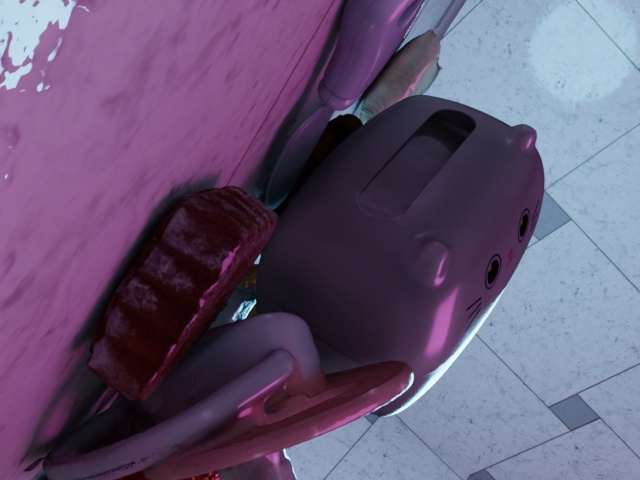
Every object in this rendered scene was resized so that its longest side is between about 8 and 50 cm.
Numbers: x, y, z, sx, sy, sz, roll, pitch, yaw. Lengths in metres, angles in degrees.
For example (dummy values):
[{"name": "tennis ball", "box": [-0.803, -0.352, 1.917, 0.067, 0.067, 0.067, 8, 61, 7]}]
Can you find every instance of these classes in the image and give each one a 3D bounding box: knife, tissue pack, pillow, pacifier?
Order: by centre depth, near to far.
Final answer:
[{"name": "pacifier", "box": [-0.063, 0.172, 0.618, 0.332, 0.273, 0.220, -21, -149, 50]}, {"name": "knife", "box": [-0.002, -0.107, 0.654, 0.080, 0.044, 0.331, -45, 173, -40]}, {"name": "tissue pack", "box": [0.091, -0.006, 0.779, 0.333, 0.229, 0.236, -47, 160, -38]}, {"name": "pillow", "box": [0.121, -0.242, 1.173, 0.181, 0.077, 0.134, -52, 176, -3]}]

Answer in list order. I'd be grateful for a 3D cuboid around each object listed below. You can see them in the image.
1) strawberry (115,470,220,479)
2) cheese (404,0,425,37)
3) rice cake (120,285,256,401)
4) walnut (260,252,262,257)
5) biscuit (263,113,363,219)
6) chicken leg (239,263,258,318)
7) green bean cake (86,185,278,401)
[{"name": "strawberry", "box": [-0.203, 0.246, 0.861, 0.228, 0.174, 0.098, -21, 138, -16]}, {"name": "cheese", "box": [0.124, -0.281, 0.719, 0.127, 0.054, 0.251, -55, 180, -25]}, {"name": "rice cake", "box": [-0.142, 0.119, 0.788, 0.207, 0.063, 0.069, -56, 176, 2]}, {"name": "walnut", "box": [0.000, 0.000, 1.042, 0.197, 0.165, 0.165, -55, 179, -18]}, {"name": "biscuit", "box": [-0.017, -0.074, 0.887, 0.192, 0.049, 0.192, -48, 175, -5]}, {"name": "chicken leg", "box": [-0.086, 0.121, 0.875, 0.087, 0.107, 0.252, -47, -146, 35]}, {"name": "green bean cake", "box": [-0.090, 0.028, 0.493, 0.136, 0.056, 0.135, -56, 177, 11]}]
